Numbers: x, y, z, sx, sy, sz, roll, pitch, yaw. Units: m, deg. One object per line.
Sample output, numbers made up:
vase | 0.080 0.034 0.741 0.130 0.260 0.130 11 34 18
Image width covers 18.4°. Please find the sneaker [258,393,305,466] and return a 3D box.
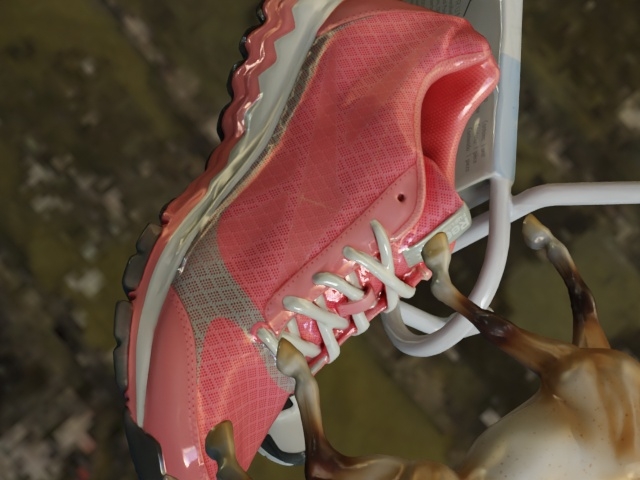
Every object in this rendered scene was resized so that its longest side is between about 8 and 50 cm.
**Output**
sneaker | -0.034 0.080 1.135 0.109 0.040 0.043 58 158 20

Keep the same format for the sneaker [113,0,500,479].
sneaker | 0.000 -0.001 0.986 0.136 0.313 0.116 9 154 23

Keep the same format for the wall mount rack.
wall mount rack | 0.149 -0.089 1.189 0.130 0.350 0.304 23 147 -32

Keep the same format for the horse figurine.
horse figurine | 0.063 0.084 0.791 0.174 0.263 0.066 47 160 33
